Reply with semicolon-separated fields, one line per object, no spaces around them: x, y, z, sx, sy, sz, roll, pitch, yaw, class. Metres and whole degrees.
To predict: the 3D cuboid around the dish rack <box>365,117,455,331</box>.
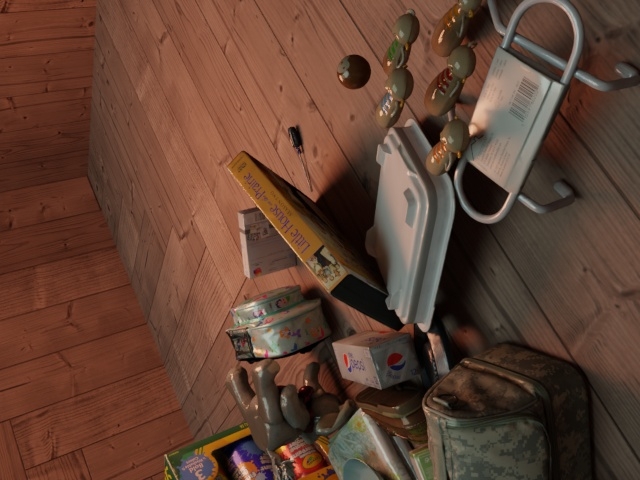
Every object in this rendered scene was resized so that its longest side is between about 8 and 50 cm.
0.149;-0.027;1.191;0.285;0.072;0.332;-105;15;-50;dish rack

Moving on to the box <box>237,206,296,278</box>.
-0.141;-0.003;1.741;0.038;0.145;0.186;28;128;55;box

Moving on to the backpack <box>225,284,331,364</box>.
-0.104;0.223;1.714;0.254;0.225;0.191;-9;98;52;backpack

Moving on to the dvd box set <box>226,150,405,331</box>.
0.000;0.000;1.385;0.062;0.308;0.420;-47;52;8;dvd box set

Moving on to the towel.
0.156;0.613;1.599;0.374;0.090;0.320;59;148;24;towel

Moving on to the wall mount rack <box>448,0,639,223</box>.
0.276;-0.211;0.949;0.304;0.131;0.350;47;142;33;wall mount rack

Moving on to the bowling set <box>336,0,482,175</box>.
0.130;-0.248;0.967;0.154;0.200;0.286;114;160;-72;bowling set

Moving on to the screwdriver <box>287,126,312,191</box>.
-0.045;-0.202;1.613;0.024;0.025;0.169;-8;106;60;screwdriver

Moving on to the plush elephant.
-0.054;0.435;1.701;0.272;0.255;0.329;-42;68;56;plush elephant

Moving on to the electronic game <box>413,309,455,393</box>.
0.227;0.238;1.259;0.229;0.048;0.229;170;90;-87;electronic game

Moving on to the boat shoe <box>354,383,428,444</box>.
0.159;0.377;1.414;0.104;0.111;0.307;61;170;-1;boat shoe

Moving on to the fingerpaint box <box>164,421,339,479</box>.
-0.159;0.695;1.816;0.371;0.445;0.163;46;140;41;fingerpaint box

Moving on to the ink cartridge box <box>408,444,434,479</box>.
0.249;0.549;1.348;0.171;0.056;0.235;77;173;-73;ink cartridge box

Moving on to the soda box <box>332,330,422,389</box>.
0.116;0.254;1.416;0.286;0.098;0.091;153;100;-75;soda box

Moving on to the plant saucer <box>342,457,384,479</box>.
0.122;0.601;1.531;0.195;0.037;0.194;30;128;48;plant saucer

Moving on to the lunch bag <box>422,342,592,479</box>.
0.288;0.356;1.067;0.213;0.256;0.305;16;119;57;lunch bag
